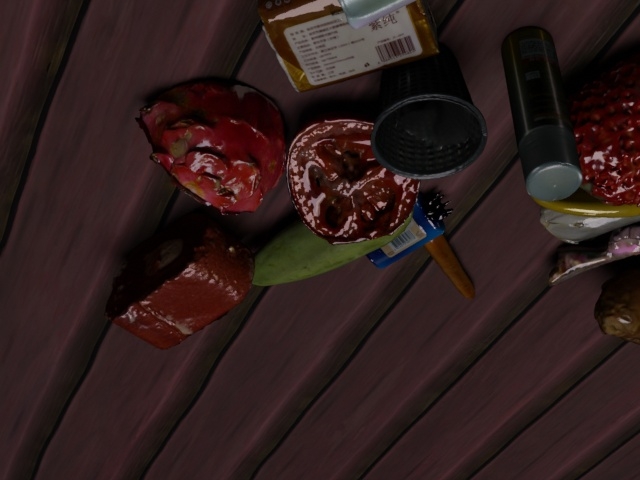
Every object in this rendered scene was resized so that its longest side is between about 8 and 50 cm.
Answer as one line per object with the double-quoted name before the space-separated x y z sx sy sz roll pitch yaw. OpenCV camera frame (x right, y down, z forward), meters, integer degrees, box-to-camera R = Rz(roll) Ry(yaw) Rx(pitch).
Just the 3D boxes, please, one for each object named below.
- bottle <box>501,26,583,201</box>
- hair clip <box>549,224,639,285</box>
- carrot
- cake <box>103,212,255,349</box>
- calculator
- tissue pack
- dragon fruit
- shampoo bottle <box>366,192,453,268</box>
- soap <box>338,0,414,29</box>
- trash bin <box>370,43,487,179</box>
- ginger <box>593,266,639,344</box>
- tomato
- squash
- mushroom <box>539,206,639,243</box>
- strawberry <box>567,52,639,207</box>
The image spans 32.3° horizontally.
"bottle" 0.316 -0.185 1.587 0.082 0.286 0.082 -1 140 0
"hair clip" 0.546 0.017 1.986 0.300 0.069 0.173 -16 166 28
"carrot" 0.241 0.043 2.056 0.043 0.043 0.248 -18 139 20
"cake" -0.253 0.067 1.972 0.283 0.177 0.151 -36 129 27
"calculator" 0.457 -0.089 1.818 0.234 0.146 0.032 -1 129 0
"tissue pack" 0.040 -0.316 1.579 0.226 0.092 0.183 -13 139 15
"dragon fruit" -0.155 -0.156 1.742 0.261 0.163 0.189 22 108 -24
"shampoo bottle" 0.152 -0.024 1.953 0.183 0.050 0.087 -33 98 33
"soap" 0.160 -0.426 1.358 0.347 0.208 0.115 -23 137 23
"trash bin" 0.155 -0.208 1.655 0.175 0.161 0.175 -1 142 -1
"ginger" 0.629 0.125 2.053 0.321 0.172 0.165 0 107 -22
"tomato" 0.050 -0.109 1.789 0.227 0.101 0.228 2 109 6
"squash" 0.005 0.001 1.940 0.370 0.118 0.118 -29 133 27
"mushroom" 0.513 -0.062 1.887 0.278 0.099 0.096 -13 177 11
"strawberry" 0.472 -0.182 1.694 0.205 0.205 0.244 27 113 -29
